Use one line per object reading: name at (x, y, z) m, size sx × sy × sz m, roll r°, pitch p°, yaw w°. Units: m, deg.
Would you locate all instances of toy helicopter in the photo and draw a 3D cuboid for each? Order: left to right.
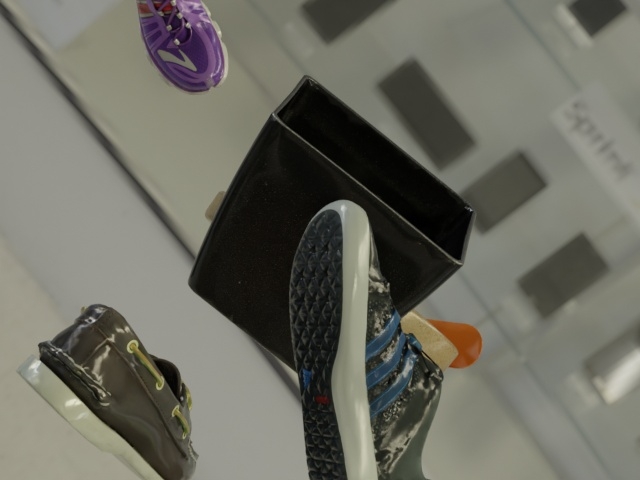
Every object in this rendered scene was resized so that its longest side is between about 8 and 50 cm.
toy helicopter at (0.011, 0.039, 1.932) m, size 0.235 × 0.140 × 0.355 m, roll 38°, pitch -4°, yaw -42°

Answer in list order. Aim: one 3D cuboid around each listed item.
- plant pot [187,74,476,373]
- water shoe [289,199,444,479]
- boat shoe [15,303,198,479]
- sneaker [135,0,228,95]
plant pot at (0.000, 0.000, 1.596) m, size 0.188 × 0.167 × 0.187 m, roll 38°, pitch 17°, yaw -3°
water shoe at (0.031, 0.074, 1.198) m, size 0.080 × 0.073 × 0.203 m, roll -6°, pitch 99°, yaw -29°
boat shoe at (-0.114, 0.103, 1.224) m, size 0.081 × 0.068 × 0.228 m, roll 39°, pitch -7°, yaw 22°
sneaker at (-0.133, -0.203, 1.666) m, size 0.071 × 0.068 × 0.170 m, roll -138°, pitch -157°, yaw -87°
